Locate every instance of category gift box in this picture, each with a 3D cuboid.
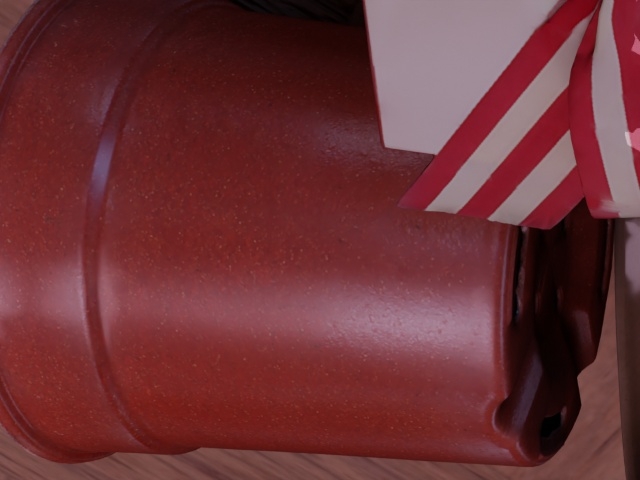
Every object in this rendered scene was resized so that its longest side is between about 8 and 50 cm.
[{"bbox_3d":[0.128,-0.157,0.625,0.276,0.258,0.255,4,130,23],"label":"gift box"}]

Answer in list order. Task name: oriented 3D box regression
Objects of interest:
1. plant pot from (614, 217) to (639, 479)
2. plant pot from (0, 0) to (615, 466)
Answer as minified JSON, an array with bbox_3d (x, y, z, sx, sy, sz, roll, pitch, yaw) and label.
[{"bbox_3d":[0.266,0.042,0.770,0.229,0.263,0.263,-1,131,5],"label":"plant pot"},{"bbox_3d":[0.000,0.000,0.822,0.265,0.272,0.272,6,132,24],"label":"plant pot"}]
